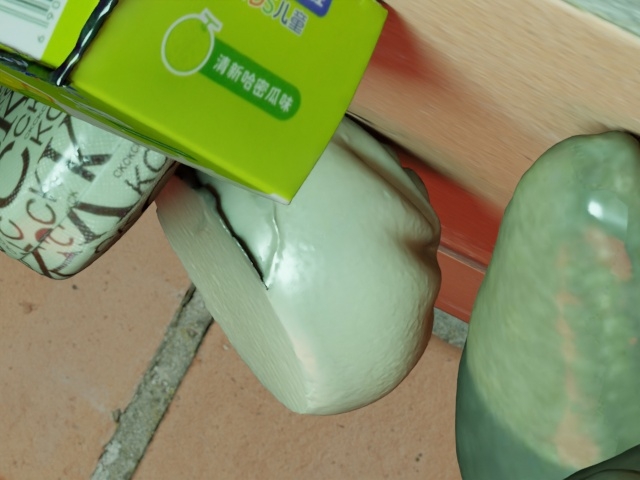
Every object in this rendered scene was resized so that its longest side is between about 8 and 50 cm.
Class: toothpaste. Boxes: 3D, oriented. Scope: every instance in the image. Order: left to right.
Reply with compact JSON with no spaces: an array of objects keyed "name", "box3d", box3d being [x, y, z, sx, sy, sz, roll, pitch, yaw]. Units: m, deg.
[{"name":"toothpaste","box3d":[-0.126,-0.105,0.680,0.327,0.077,0.110,24,178,45]}]

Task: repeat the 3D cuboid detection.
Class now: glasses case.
[{"name":"glasses case","box3d":[-0.127,-0.057,0.938,0.085,0.137,0.355,35,175,-16]}]

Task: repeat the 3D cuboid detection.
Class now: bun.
[{"name":"bun","box3d":[0.000,0.000,0.967,0.173,0.120,0.173,54,164,23]}]

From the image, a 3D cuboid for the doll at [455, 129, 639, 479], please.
[{"name":"doll","box3d":[0.102,0.120,0.561,0.378,0.252,0.382,50,161,43]}]
